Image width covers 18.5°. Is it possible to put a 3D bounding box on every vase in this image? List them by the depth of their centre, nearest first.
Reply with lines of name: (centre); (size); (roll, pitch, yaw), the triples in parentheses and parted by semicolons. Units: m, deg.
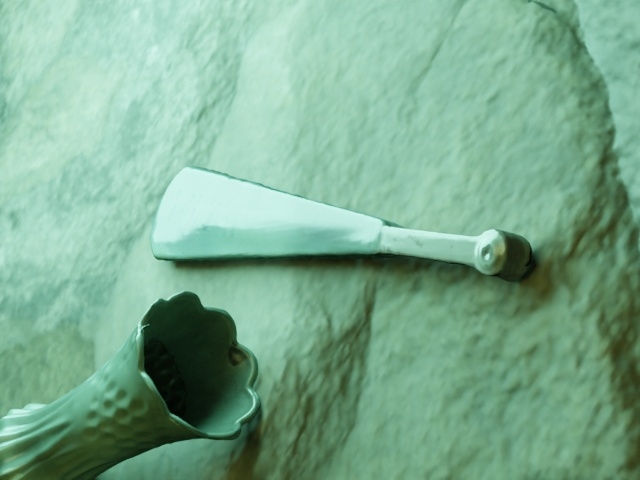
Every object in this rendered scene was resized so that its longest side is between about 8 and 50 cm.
vase: (-0.108, 0.093, 1.022); (0.148, 0.081, 0.081); (-33, 48, 37)

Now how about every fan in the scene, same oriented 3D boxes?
fan: (0.000, 0.000, 0.997); (0.282, 0.023, 0.057); (11, 76, 51)
